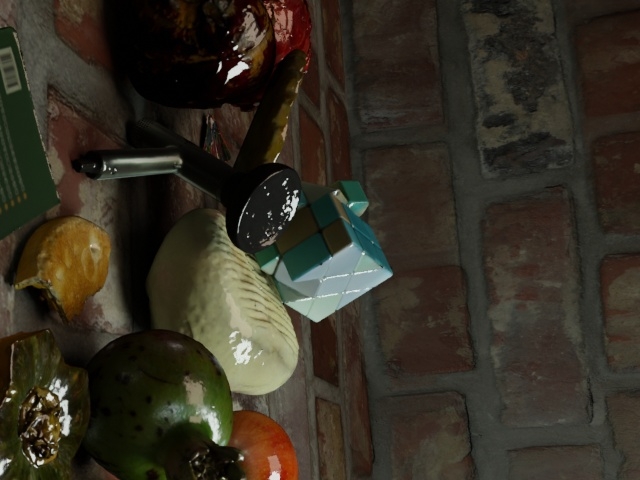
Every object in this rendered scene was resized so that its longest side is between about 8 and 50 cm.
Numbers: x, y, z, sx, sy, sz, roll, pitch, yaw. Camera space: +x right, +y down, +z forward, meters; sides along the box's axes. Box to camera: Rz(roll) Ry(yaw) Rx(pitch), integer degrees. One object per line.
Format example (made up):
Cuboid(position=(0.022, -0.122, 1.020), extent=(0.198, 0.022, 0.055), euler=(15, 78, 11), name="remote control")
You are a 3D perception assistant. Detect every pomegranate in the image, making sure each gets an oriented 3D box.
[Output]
Cuboid(position=(-0.210, 0.270, 1.607), extent=(0.306, 0.242, 0.242), euler=(44, -3, 22), name="pomegranate")

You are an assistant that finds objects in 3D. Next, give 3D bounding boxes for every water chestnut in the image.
Cuboid(position=(-0.215, -0.359, 1.968), extent=(0.244, 0.289, 0.289), euler=(-74, 155, -67), name="water chestnut")

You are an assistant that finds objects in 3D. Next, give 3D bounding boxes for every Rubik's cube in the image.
Cuboid(position=(0.000, 0.000, 2.040), extent=(0.265, 0.224, 0.213), euler=(39, 21, -56), name="Rubik's cube")

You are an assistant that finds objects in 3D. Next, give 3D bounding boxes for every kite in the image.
Cuboid(position=(-0.231, -0.184, 2.385), extent=(0.241, 0.014, 0.183), euler=(-61, 146, -69), name="kite")

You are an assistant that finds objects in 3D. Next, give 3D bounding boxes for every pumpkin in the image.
Cuboid(position=(-0.363, 0.233, 1.379), extent=(0.258, 0.095, 0.290), euler=(75, 18, -50), name="pumpkin")

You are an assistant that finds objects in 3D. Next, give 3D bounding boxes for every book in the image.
Cuboid(position=(-0.433, -0.119, 1.377), extent=(0.371, 0.043, 0.260), euler=(-58, 138, -72), name="book")

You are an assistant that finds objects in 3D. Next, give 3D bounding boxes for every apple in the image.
Cuboid(position=(-0.147, 0.420, 1.947), extent=(0.241, 0.242, 0.242), euler=(58, 28, -67), name="apple")

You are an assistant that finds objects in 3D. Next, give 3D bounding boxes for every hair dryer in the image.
Cuboid(position=(-0.238, -0.082, 1.816), extent=(0.284, 0.320, 0.155), euler=(-39, 148, -49), name="hair dryer")

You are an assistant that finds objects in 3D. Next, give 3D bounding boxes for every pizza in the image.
Cuboid(position=(-0.361, 0.033, 1.584), extent=(0.271, 0.056, 0.134), euler=(-72, 151, -65), name="pizza")

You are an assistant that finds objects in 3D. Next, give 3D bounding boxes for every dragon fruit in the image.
Cuboid(position=(-0.154, -0.419, 2.224), extent=(0.301, 0.296, 0.295), euler=(81, 10, -47), name="dragon fruit")

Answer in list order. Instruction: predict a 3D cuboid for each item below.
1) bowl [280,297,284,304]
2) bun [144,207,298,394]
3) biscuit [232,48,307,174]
Cuboid(position=(-0.129, 0.010, 2.290), extent=(0.157, 0.345, 0.345), euler=(33, 32, -14), name="bowl")
Cuboid(position=(-0.189, 0.123, 1.964), extent=(0.361, 0.213, 0.361), euler=(60, 9, -17), name="bun")
Cuboid(position=(-0.099, -0.194, 2.051), extent=(0.335, 0.078, 0.329), euler=(-113, -137, -81), name="biscuit")
